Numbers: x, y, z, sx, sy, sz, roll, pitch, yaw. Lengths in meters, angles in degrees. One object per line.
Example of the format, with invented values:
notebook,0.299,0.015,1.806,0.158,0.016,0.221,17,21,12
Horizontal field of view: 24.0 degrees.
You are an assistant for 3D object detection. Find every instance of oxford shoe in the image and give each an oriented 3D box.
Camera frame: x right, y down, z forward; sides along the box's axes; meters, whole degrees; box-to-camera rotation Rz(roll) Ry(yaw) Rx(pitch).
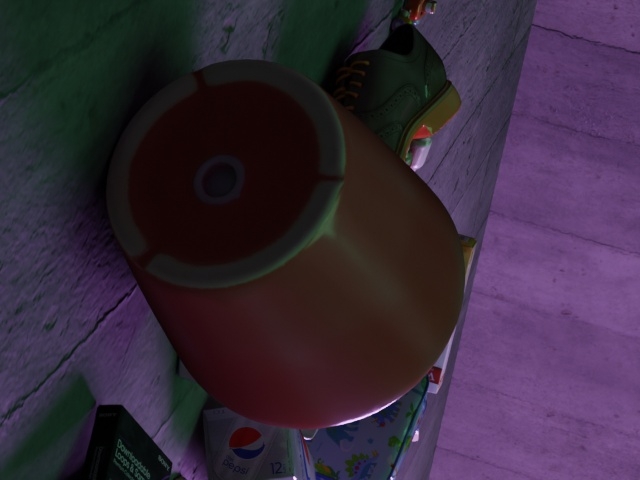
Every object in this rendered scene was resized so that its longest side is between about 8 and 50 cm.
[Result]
oxford shoe,0.039,-0.143,1.761,0.364,0.130,0.133,-46,118,-51

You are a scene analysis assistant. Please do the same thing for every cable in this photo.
cable,0.114,-0.070,2.206,0.139,0.072,0.287,-57,160,-37

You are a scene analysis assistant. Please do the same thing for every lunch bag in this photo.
lunch bag,0.041,0.248,2.064,0.090,0.176,0.219,95,18,-59

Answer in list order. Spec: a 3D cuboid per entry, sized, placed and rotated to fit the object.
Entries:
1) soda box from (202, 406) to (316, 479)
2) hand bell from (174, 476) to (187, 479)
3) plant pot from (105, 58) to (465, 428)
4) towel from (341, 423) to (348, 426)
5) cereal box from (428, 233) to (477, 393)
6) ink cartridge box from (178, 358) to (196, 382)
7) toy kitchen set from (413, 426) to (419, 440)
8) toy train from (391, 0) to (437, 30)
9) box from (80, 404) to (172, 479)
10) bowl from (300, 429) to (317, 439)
soda box,-0.063,0.267,1.744,0.286,0.098,0.091,73,9,-68
hand bell,-0.057,0.345,1.591,0.126,0.242,0.126,16,90,-78
plant pot,-0.040,-0.005,1.228,0.275,0.275,0.243,-70,156,-17
towel,0.040,0.081,2.004,0.285,0.034,0.209,-64,142,-33
cereal box,0.117,0.090,2.191,0.047,0.173,0.240,-48,151,-67
ink cartridge box,-0.081,0.059,1.536,0.180,0.060,0.104,-56,158,-53
toy kitchen set,0.102,0.203,2.492,0.166,0.122,0.207,89,1,-53
toy train,0.126,-0.265,2.064,0.125,0.046,0.166,-46,150,-64
box,-0.173,0.238,1.293,0.116,0.029,0.162,61,29,-51
bowl,-0.036,0.157,1.819,0.142,0.053,0.142,46,59,-54
